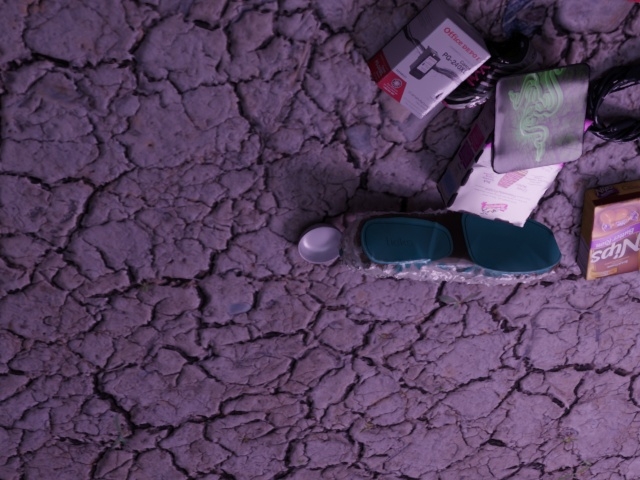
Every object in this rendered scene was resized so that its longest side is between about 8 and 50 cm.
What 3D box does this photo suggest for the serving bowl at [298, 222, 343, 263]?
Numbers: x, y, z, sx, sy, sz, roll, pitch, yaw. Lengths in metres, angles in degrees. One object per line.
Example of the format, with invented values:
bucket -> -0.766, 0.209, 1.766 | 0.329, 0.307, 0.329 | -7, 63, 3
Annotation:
serving bowl -> 0.000, 0.000, 1.893 | 0.083, 0.027, 0.083 | -7, 133, -8

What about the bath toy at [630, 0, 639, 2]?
bath toy -> 0.481, -0.467, 1.523 | 0.129, 0.151, 0.348 | -22, 143, -11

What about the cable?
cable -> 0.517, -0.227, 1.813 | 0.185, 0.047, 0.150 | -24, 137, 5

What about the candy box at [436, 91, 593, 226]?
candy box -> 0.317, -0.143, 1.814 | 0.159, 0.071, 0.233 | 13, 126, -23

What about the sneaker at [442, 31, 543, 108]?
sneaker -> 0.258, -0.268, 1.697 | 0.170, 0.063, 0.074 | -27, 132, 4

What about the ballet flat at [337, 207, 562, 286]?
ballet flat -> 0.214, 0.012, 1.903 | 0.409, 0.147, 0.147 | 4, 130, -21

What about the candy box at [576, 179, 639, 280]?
candy box -> 0.532, -0.017, 1.992 | 0.109, 0.053, 0.186 | -11, 134, -5

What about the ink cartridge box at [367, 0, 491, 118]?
ink cartridge box -> 0.165, -0.275, 1.664 | 0.109, 0.063, 0.150 | 32, 117, -34

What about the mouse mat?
mouse mat -> 0.347, -0.189, 1.728 | 0.153, 0.007, 0.189 | -11, 130, -4
